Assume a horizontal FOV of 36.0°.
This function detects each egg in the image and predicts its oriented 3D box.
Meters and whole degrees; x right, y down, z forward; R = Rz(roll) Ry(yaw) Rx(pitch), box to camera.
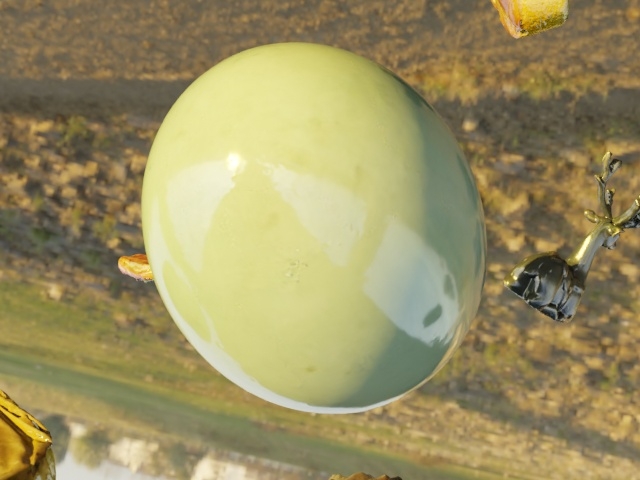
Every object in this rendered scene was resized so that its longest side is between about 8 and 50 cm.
[{"bbox_3d":[0.000,0.000,0.827,0.276,0.276,0.389,8,151,22],"label":"egg"}]

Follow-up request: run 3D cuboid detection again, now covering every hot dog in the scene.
[{"bbox_3d":[-0.290,0.047,1.634,0.062,0.038,0.144,-8,-169,-39],"label":"hot dog"}]

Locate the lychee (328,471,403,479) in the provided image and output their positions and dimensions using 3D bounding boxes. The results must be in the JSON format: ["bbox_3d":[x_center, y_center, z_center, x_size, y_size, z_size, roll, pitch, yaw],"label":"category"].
[{"bbox_3d":[0.040,0.339,0.825,0.300,0.299,0.300,12,168,3],"label":"lychee"}]

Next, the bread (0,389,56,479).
[{"bbox_3d":[-0.396,0.241,0.995,0.227,0.142,0.253,-17,-150,-38],"label":"bread"}]

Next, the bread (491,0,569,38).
[{"bbox_3d":[0.256,-0.383,1.335,0.094,0.245,0.102,-15,155,-1],"label":"bread"}]

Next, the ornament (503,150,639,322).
[{"bbox_3d":[0.348,-0.011,1.297,0.080,0.236,0.202,39,-171,32],"label":"ornament"}]
